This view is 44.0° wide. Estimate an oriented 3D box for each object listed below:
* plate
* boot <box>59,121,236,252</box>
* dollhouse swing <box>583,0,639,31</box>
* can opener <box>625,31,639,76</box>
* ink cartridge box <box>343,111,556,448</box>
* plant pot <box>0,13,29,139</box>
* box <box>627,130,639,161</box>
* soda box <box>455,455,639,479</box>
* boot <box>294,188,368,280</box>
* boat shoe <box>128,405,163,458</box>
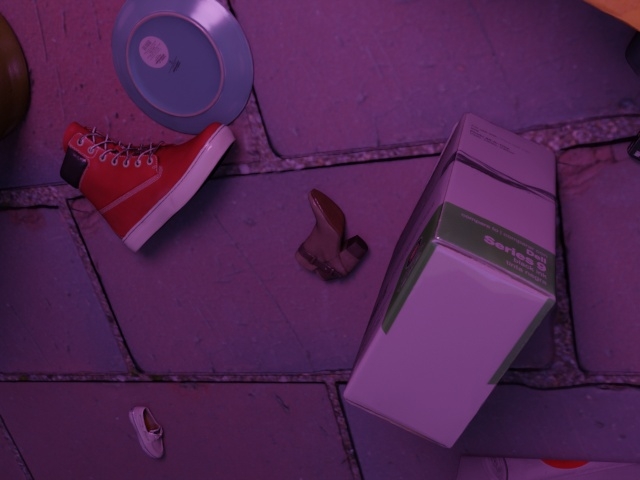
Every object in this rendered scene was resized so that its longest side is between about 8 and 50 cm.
[{"bbox_3d":[-0.171,-0.211,0.946,0.188,0.024,0.188,9,123,15],"label":"plate"},{"bbox_3d":[-0.230,-0.108,0.994,0.176,0.088,0.244,47,127,-9],"label":"boot"},{"bbox_3d":[0.224,-0.365,0.565,0.305,0.315,0.347,36,114,17],"label":"dollhouse swing"},{"bbox_3d":[0.409,-0.225,0.696,0.095,0.076,0.283,46,123,-11],"label":"can opener"},{"bbox_3d":[0.142,0.026,0.814,0.121,0.289,0.211,25,125,1],"label":"ink cartridge box"},{"bbox_3d":[-0.537,-0.155,0.913,0.366,0.353,0.367,9,121,15],"label":"plant pot"},{"bbox_3d":[0.372,-0.099,0.818,0.083,0.018,0.067,29,124,2],"label":"box"},{"bbox_3d":[0.325,0.358,1.058,0.286,0.098,0.091,-4,119,22],"label":"soda box"},{"bbox_3d":[0.000,0.000,0.999,0.087,0.042,0.118,-33,104,34],"label":"boot"},{"bbox_3d":[-0.275,0.312,1.290,0.035,0.035,0.100,-11,108,28],"label":"boat shoe"}]
